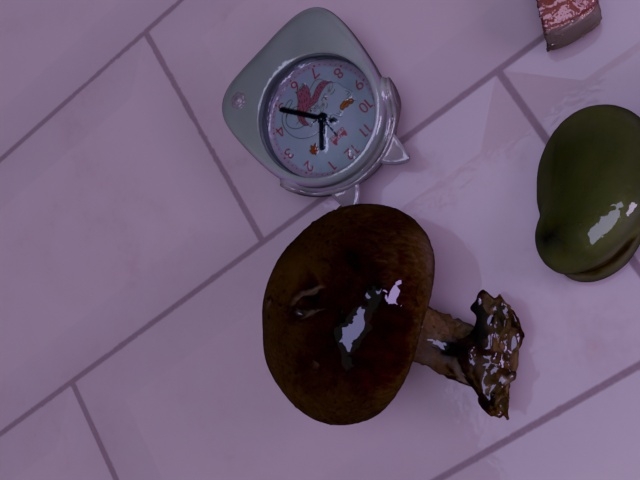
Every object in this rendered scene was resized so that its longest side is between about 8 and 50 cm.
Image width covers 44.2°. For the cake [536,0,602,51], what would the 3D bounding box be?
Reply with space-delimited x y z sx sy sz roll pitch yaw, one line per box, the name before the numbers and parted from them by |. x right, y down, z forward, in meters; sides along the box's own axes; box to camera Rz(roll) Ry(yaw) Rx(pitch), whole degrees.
cake | 0.359 -0.412 1.194 0.090 0.109 0.225 -14 81 22

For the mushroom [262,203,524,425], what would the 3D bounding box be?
mushroom | 0.093 0.107 1.226 0.334 0.356 0.331 2 95 64

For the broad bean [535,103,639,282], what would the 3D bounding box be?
broad bean | 0.392 -0.073 1.139 0.189 0.121 0.263 -3 81 52

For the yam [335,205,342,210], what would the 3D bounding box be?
yam | 0.000 0.000 1.357 0.032 0.032 0.145 43 103 20

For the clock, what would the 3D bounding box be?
clock | 0.006 -0.203 1.331 0.265 0.108 0.324 -42 72 13
